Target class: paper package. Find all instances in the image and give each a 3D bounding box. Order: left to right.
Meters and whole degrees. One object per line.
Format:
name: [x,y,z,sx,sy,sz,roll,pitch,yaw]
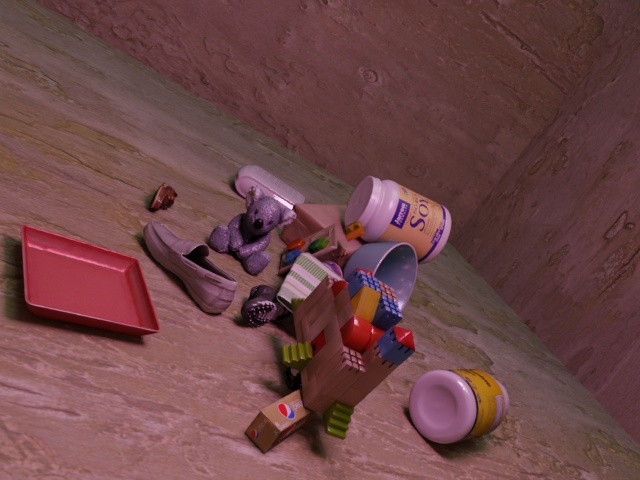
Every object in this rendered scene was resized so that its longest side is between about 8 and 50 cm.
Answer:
paper package: [0.060,0.004,2.179,0.309,0.168,0.324,44,27,29]

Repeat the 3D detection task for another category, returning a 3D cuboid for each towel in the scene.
towel: [0.005,0.163,1.641,0.247,0.038,0.325,39,23,-6]

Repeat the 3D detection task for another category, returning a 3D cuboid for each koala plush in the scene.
koala plush: [-0.200,-0.049,1.768,0.196,0.221,0.203,33,16,-5]

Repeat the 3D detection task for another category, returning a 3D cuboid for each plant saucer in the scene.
plant saucer: [-0.467,0.090,1.138,0.258,0.048,0.259,22,20,-39]

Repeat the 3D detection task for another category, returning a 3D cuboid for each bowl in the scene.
bowl: [0.186,0.134,1.988,0.163,0.312,0.311,21,5,35]

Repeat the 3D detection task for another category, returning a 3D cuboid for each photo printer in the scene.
photo printer: [-0.216,-0.203,2.392,0.307,0.107,0.256,33,16,-8]

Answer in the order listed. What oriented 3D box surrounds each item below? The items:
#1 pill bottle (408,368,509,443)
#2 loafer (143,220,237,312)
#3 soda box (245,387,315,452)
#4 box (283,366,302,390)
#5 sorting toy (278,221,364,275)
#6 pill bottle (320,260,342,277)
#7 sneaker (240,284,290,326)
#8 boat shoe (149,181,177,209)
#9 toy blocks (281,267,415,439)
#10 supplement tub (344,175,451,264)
pill bottle: [0.404,0.457,1.608,0.333,0.188,0.188,16,25,-51]
loafer: [-0.324,0.046,1.437,0.319,0.111,0.112,41,17,19]
soda box: [-0.071,0.357,1.150,0.058,0.061,0.181,40,16,18]
box: [-0.035,0.306,1.332,0.062,0.083,0.052,26,19,-30]
sorting toy: [0.000,0.000,1.897,0.041,0.307,0.229,60,13,-17]
pill bottle: [-0.011,0.124,1.864,0.108,0.108,0.193,41,17,19]
sneaker: [-0.160,0.165,1.508,0.106,0.078,0.234,38,12,20]
boat shoe: [-0.471,-0.129,1.733,0.060,0.064,0.178,30,14,-12]
toy blocks: [0.065,0.188,1.247,0.190,0.261,0.381,29,25,-25]
supplement tub: [0.279,-0.076,2.085,0.331,0.241,0.241,23,19,-18]
